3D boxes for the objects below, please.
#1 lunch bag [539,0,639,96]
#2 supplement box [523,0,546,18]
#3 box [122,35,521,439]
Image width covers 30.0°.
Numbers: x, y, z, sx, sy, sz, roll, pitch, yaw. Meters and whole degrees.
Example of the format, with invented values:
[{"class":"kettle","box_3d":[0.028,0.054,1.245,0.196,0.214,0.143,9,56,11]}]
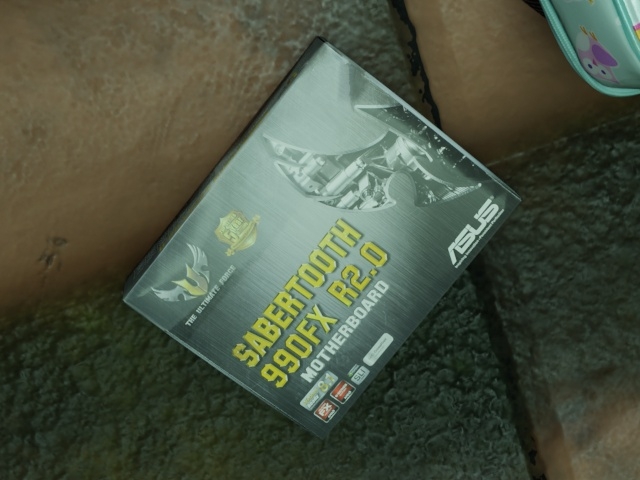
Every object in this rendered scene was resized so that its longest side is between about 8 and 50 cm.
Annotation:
[{"class":"lunch bag","box_3d":[0.247,-0.233,0.720,0.279,0.108,0.224,-30,97,-12]},{"class":"supplement box","box_3d":[0.184,-0.213,0.810,0.239,0.073,0.130,35,97,-13]},{"class":"box","box_3d":[0.000,0.000,0.857,0.183,0.056,0.231,37,98,-15]}]
